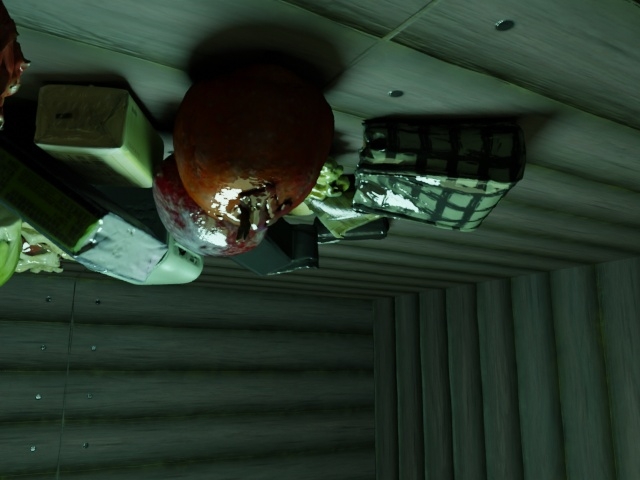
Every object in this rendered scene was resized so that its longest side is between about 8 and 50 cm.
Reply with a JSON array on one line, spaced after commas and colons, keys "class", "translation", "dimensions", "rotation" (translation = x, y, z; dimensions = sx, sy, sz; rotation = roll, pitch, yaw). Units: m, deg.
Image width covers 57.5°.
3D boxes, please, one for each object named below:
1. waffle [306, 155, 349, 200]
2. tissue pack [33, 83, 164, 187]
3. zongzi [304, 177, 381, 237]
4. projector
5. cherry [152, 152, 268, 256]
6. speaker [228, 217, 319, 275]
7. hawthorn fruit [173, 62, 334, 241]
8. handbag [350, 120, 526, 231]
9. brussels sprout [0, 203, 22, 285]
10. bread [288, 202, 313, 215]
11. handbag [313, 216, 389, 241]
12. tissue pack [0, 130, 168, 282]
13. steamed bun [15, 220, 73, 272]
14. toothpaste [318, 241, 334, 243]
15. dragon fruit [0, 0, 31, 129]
[{"class": "waffle", "translation": [-0.103, -0.166, 1.306], "dimensions": [0.317, 0.073, 0.297], "rotation": [-1, 161, 42]}, {"class": "tissue pack", "translation": [-0.407, -0.189, 1.099], "dimensions": [0.159, 0.125, 0.234], "rotation": [3, 169, 2]}, {"class": "zongzi", "translation": [0.057, -0.129, 1.483], "dimensions": [0.221, 0.112, 0.242], "rotation": [-22, 130, 33]}, {"class": "projector", "translation": [-0.471, -0.022, 1.574], "dimensions": [0.248, 0.249, 0.249], "rotation": [-2, 167, 8]}, {"class": "cherry", "translation": [-0.225, -0.078, 1.193], "dimensions": [0.230, 0.203, 0.300], "rotation": [15, 160, 36]}, {"class": "speaker", "translation": [-0.142, -0.023, 1.591], "dimensions": [0.184, 0.180, 0.388], "rotation": [-7, 163, 13]}, {"class": "hawthorn fruit", "translation": [-0.119, -0.132, 0.972], "dimensions": [0.275, 0.308, 0.276], "rotation": [5, 156, 2]}, {"class": "handbag", "translation": [0.237, -0.139, 1.275], "dimensions": [0.326, 0.163, 0.325], "rotation": [8, 164, 3]}, {"class": "brussels sprout", "translation": [-1.001, 0.006, 1.652], "dimensions": [0.354, 0.289, 0.281], "rotation": [-33, 140, 27]}, {"class": "bread", "translation": [-0.112, -0.112, 1.648], "dimensions": [0.250, 0.039, 0.182], "rotation": [6, 167, -21]}, {"class": "handbag", "translation": [0.098, -0.041, 1.897], "dimensions": [0.246, 0.080, 0.223], "rotation": [-3, 175, 2]}, {"class": "tissue pack", "translation": [-0.529, -0.080, 1.173], "dimensions": [0.394, 0.124, 0.288], "rotation": [33, 173, 16]}, {"class": "steamed bun", "translation": [-0.926, 0.024, 1.965], "dimensions": [0.247, 0.189, 0.428], "rotation": [6, 169, 10]}, {"class": "toothpaste", "translation": [0.000, 0.000, 2.179], "dimensions": [0.048, 0.031, 0.190], "rotation": [7, 169, -43]}, {"class": "dragon fruit", "translation": [-0.479, -0.229, 0.685], "dimensions": [0.252, 0.241, 0.241], "rotation": [-12, 179, -42]}]
